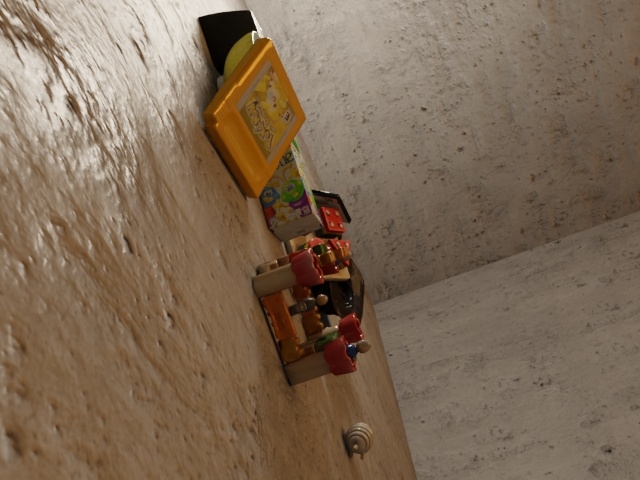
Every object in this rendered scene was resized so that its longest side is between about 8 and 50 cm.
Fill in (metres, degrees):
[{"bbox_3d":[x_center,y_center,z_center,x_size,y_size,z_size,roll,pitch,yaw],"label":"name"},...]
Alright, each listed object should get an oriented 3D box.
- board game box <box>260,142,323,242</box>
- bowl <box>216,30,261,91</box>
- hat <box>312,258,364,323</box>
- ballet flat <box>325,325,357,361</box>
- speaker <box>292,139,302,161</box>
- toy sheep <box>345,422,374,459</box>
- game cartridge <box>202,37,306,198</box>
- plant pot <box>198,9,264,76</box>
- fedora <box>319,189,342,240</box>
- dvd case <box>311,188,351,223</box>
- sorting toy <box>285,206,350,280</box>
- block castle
[{"bbox_3d":[-0.110,-0.159,1.781,0.142,0.144,0.275,51,19,-68],"label":"board game box"},{"bbox_3d":[-0.218,-0.461,1.725,0.289,0.156,0.289,-16,90,-80],"label":"bowl"},{"bbox_3d":[0.049,0.180,2.097,0.331,0.134,0.331,46,34,-45],"label":"hat"},{"bbox_3d":[0.048,0.335,1.822,0.096,0.095,0.280,25,-28,25],"label":"ballet flat"},{"bbox_3d":[-0.160,-0.347,2.003,0.296,0.131,0.131,62,11,-48],"label":"speaker"},{"bbox_3d":[0.112,0.574,1.647,0.132,0.091,0.091,-36,106,-77],"label":"toy sheep"},{"bbox_3d":[-0.164,-0.322,1.521,0.324,0.052,0.285,-65,146,-30],"label":"game cartridge"},{"bbox_3d":[-0.265,-0.634,1.863,0.187,0.167,0.188,37,34,-76],"label":"plant pot"},{"bbox_3d":[-0.006,-0.082,2.335,0.334,0.152,0.334,-21,90,-83],"label":"fedora"},{"bbox_3d":[-0.026,-0.133,2.067,0.022,0.253,0.180,-68,154,-20],"label":"dvd case"},{"bbox_3d":[0.000,0.000,1.916,0.257,0.089,0.255,6,60,-49],"label":"sorting toy"},{"bbox_3d":[0.008,0.164,1.477,0.453,0.213,0.303,-5,74,-83],"label":"block castle"}]
